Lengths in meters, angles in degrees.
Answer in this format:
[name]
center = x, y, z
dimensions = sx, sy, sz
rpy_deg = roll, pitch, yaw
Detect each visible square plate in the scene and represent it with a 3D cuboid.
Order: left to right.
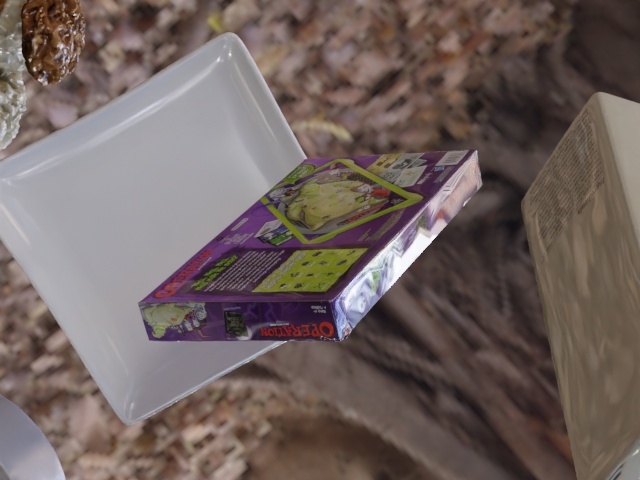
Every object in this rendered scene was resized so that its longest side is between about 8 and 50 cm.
[square plate]
center = -0.159, -0.010, 1.873
dimensions = 0.344, 0.347, 0.049
rpy_deg = -29, -162, 6

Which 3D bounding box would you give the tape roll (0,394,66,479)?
[tape roll]
center = -0.352, 0.252, 1.628
dimensions = 0.219, 0.219, 0.072
rpy_deg = -55, 167, 31

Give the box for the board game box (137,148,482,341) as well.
[board game box]
center = 0.000, 0.000, 1.617
dimensions = 0.347, 0.208, 0.056
rpy_deg = -44, 130, -52

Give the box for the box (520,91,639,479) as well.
[box]
center = 0.203, 0.039, 1.019
dimensions = 0.094, 0.275, 0.113
rpy_deg = 16, 129, -17

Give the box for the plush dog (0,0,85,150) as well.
[plush dog]
center = -0.248, -0.134, 1.105
dimensions = 0.225, 0.262, 0.210
rpy_deg = -50, 158, 18
